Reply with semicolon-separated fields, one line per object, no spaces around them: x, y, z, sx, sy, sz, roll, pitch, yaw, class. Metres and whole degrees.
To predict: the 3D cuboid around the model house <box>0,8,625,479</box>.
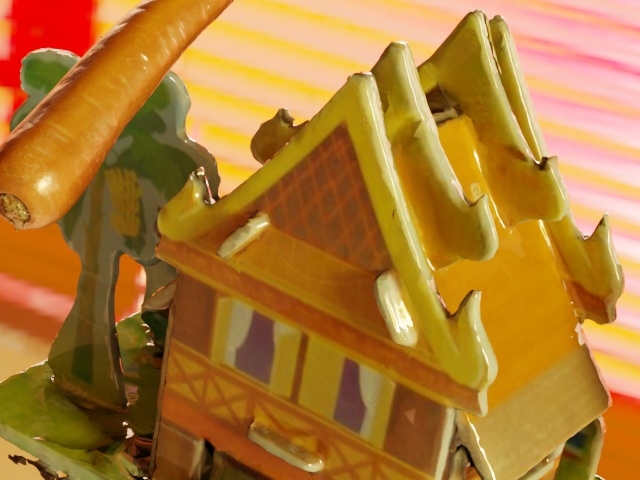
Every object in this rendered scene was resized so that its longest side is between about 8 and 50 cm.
0.000;0.000;1.100;0.357;0.313;0.242;26;-151;29;model house

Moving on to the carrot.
-0.074;-0.076;0.819;0.037;0.037;0.190;23;-124;21;carrot
